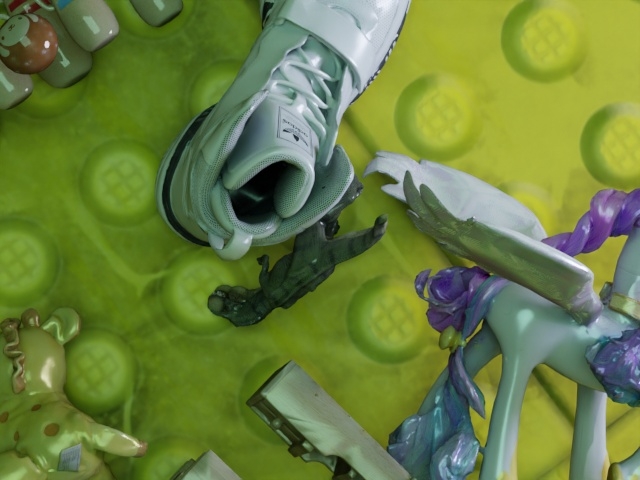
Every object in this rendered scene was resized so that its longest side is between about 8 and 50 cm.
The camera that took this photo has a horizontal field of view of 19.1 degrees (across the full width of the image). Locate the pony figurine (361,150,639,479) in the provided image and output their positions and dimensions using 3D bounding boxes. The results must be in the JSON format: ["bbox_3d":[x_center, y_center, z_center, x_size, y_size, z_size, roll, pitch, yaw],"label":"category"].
[{"bbox_3d":[0.195,0.068,1.713,0.351,0.303,0.363,17,102,-9],"label":"pony figurine"}]

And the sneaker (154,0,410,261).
[{"bbox_3d":[-0.008,-0.136,1.701,0.137,0.210,0.366,34,93,-18],"label":"sneaker"}]

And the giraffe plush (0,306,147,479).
[{"bbox_3d":[-0.270,0.159,1.728,0.181,0.210,0.170,-6,61,-33],"label":"giraffe plush"}]

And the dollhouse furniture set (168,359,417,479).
[{"bbox_3d":[-0.057,0.253,1.700,0.161,0.212,0.242,44,76,0],"label":"dollhouse furniture set"}]

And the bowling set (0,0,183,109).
[{"bbox_3d":[-0.269,-0.218,1.724,0.287,0.200,0.154,-35,88,-7],"label":"bowling set"}]

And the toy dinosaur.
[{"bbox_3d":[0.000,0.000,1.739,0.064,0.268,0.118,36,49,-18],"label":"toy dinosaur"}]
